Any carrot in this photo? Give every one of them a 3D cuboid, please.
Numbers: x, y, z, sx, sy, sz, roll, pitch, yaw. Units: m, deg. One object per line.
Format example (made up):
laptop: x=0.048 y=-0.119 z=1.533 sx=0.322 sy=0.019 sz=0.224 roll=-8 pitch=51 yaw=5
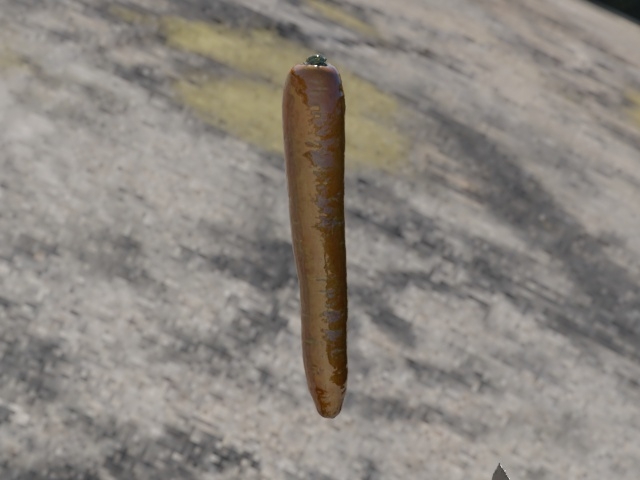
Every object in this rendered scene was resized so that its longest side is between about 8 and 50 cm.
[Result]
carrot: x=0.000 y=0.000 z=1.012 sx=0.043 sy=0.247 sz=0.043 roll=-3 pitch=9 yaw=0

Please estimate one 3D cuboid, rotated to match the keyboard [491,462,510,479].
keyboard: x=0.105 y=0.183 z=0.755 sx=0.015 sy=0.074 sz=0.196 roll=19 pitch=12 yaw=-15
